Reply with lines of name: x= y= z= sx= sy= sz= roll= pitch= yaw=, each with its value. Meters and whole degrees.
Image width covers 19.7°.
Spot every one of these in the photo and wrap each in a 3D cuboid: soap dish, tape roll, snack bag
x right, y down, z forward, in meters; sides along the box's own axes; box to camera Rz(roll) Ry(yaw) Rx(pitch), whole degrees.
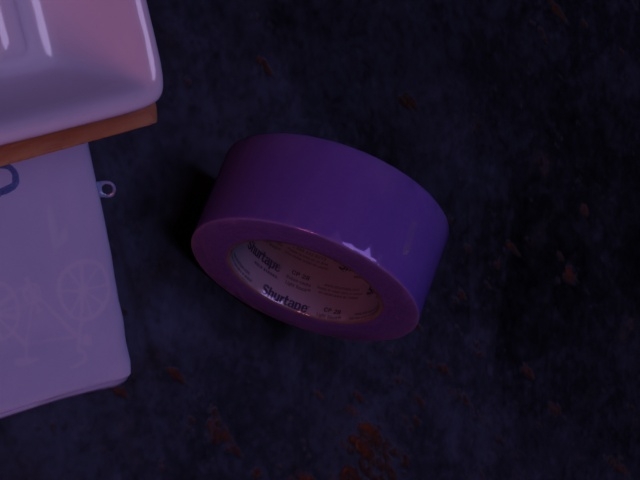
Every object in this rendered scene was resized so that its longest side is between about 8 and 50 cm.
soap dish: x=-0.252 y=-0.156 z=1.197 sx=0.291 sy=0.118 sz=0.229 roll=-20 pitch=100 yaw=-44
tape roll: x=0.000 y=0.000 z=1.438 sx=0.189 sy=0.189 sz=0.080 roll=40 pitch=61 yaw=-36
snack bag: x=-0.278 y=-0.023 z=1.268 sx=0.323 sy=0.037 sz=0.342 roll=-17 pitch=98 yaw=-44
